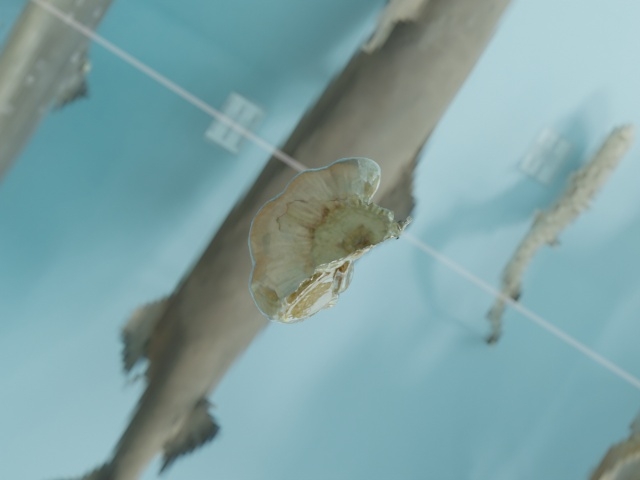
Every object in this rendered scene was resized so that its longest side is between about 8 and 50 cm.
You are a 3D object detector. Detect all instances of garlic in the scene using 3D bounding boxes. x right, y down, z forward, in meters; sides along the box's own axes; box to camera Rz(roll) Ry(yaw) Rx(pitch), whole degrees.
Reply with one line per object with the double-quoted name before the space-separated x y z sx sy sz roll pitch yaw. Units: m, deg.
"garlic" -0.002 -0.002 0.989 0.113 0.074 0.094 -49 180 -4
